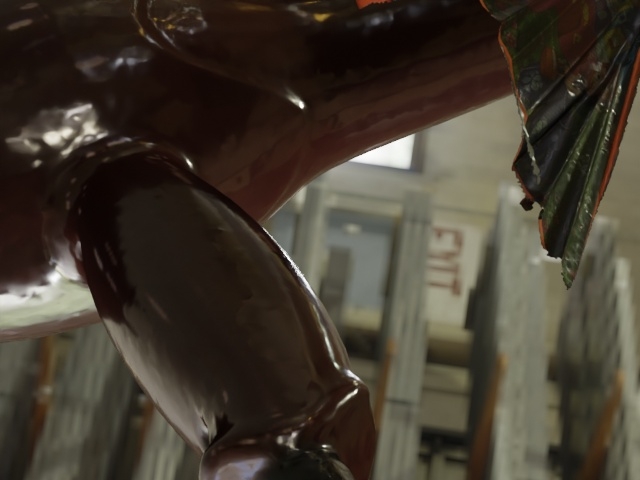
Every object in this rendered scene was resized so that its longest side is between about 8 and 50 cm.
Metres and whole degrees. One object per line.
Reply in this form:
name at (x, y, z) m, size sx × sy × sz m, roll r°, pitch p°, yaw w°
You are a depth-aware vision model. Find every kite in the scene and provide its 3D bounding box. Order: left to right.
kite at (0.063, -0.111, 0.558) m, size 0.183 × 0.014 × 0.241 m, roll -29°, pitch 108°, yaw -43°

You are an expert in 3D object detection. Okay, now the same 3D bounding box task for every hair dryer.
hair dryer at (0.000, 0.000, 0.564) m, size 0.340 × 0.312 × 0.123 m, roll -133°, pitch -148°, yaw -54°
